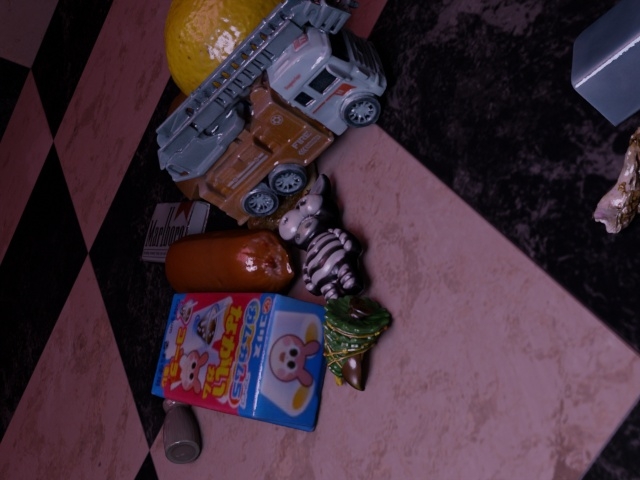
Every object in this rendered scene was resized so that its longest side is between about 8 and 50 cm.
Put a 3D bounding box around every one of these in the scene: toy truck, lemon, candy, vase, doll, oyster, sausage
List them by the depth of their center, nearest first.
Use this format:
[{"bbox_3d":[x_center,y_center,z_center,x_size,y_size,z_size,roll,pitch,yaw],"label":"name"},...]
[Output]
[{"bbox_3d":[0.270,-0.051,0.740,0.051,0.034,0.093,-102,29,-63],"label":"oyster"},{"bbox_3d":[0.023,0.120,0.987,0.078,0.077,0.113,44,113,46],"label":"doll"},{"bbox_3d":[0.000,0.000,1.092,0.091,0.067,0.219,-48,37,21],"label":"doll"},{"bbox_3d":[-0.060,-0.185,1.140,0.338,0.184,0.133,-41,41,27],"label":"toy truck"},{"bbox_3d":[-0.112,0.155,1.155,0.306,0.100,0.157,-4,71,55],"label":"candy"},{"bbox_3d":[-0.111,-0.308,1.268,0.253,0.228,0.228,-62,33,10],"label":"lemon"},{"bbox_3d":[-0.152,0.035,1.273,0.348,0.094,0.097,-4,93,56],"label":"sausage"},{"bbox_3d":[-0.212,0.281,1.288,0.053,0.053,0.100,-56,32,24],"label":"vase"}]

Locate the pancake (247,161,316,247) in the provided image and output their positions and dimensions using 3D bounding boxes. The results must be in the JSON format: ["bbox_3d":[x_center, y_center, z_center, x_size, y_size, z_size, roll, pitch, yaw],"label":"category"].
[{"bbox_3d":[-0.057,-0.059,1.243,0.158,0.028,0.158,-27,54,45],"label":"pancake"}]

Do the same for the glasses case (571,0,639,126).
[{"bbox_3d":[0.325,-0.217,0.715,0.266,0.056,0.105,-39,45,40],"label":"glasses case"}]

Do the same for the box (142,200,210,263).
[{"bbox_3d":[-0.261,-0.013,1.525,0.177,0.036,0.115,0,74,57],"label":"box"}]

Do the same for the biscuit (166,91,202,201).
[{"bbox_3d":[-0.218,-0.210,1.549,0.278,0.043,0.301,-33,49,46],"label":"biscuit"}]
